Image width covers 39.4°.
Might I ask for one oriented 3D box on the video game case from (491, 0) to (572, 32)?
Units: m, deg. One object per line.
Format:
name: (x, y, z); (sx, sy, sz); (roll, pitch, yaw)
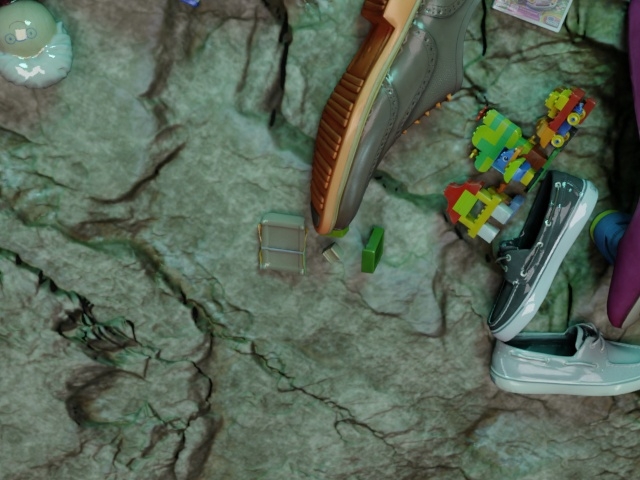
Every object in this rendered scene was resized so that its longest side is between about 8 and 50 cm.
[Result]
video game case: (0.259, -0.311, 1.022); (0.087, 0.011, 0.122); (17, 109, -11)

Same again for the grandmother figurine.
grandmother figurine: (-0.351, -0.319, 0.918); (0.207, 0.104, 0.342); (-15, 110, 10)

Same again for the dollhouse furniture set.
dollhouse furniture set: (0.000, 0.000, 1.116); (0.151, 0.058, 0.076); (7, 120, 12)

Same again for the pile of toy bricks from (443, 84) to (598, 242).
pile of toy bricks: (0.225, -0.114, 1.062); (0.105, 0.118, 0.212); (38, 123, 11)

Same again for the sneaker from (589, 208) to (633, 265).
sneaker: (0.434, 0.039, 1.141); (0.209, 0.082, 0.069); (34, 103, -18)

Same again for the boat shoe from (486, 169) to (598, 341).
boat shoe: (0.259, 0.016, 1.118); (0.076, 0.080, 0.228); (26, 106, -8)

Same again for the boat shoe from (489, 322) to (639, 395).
boat shoe: (0.339, 0.152, 1.177); (0.227, 0.079, 0.081); (-2, 116, -1)

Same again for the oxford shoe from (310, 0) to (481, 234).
oxford shoe: (0.089, -0.162, 1.007); (0.132, 0.130, 0.364); (16, 109, -18)

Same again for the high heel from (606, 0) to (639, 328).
high heel: (0.380, -0.092, 1.049); (0.127, 0.181, 0.377); (6, 110, -56)

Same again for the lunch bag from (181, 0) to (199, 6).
lunch bag: (-0.175, -0.335, 0.926); (0.151, 0.096, 0.129); (19, 107, -25)
